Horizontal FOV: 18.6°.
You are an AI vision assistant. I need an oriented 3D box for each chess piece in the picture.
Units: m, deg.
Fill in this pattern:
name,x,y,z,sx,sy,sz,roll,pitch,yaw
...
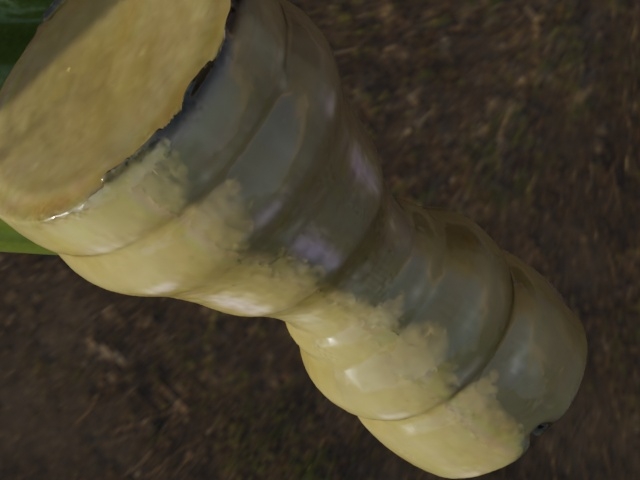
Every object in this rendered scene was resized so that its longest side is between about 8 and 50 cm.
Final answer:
name,x,y,z,sx,sy,sz,roll,pitch,yaw
chess piece,0.000,0.000,0.378,0.066,0.066,0.122,-43,125,14

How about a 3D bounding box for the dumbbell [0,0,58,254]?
name,x,y,z,sx,sy,sz,roll,pitch,yaw
dumbbell,-0.058,-0.110,0.409,0.121,0.302,0.108,4,58,-7
